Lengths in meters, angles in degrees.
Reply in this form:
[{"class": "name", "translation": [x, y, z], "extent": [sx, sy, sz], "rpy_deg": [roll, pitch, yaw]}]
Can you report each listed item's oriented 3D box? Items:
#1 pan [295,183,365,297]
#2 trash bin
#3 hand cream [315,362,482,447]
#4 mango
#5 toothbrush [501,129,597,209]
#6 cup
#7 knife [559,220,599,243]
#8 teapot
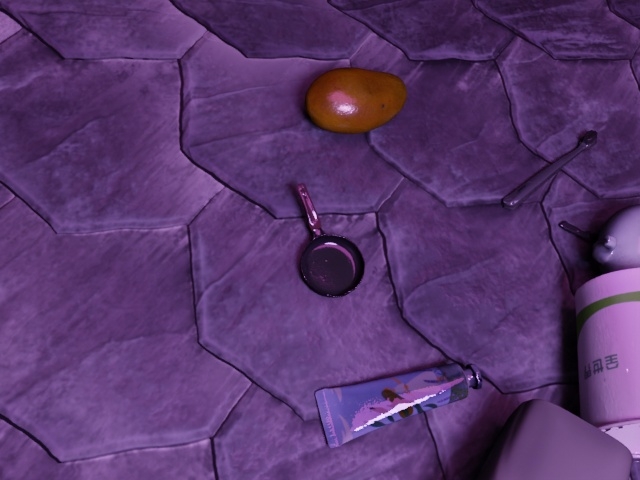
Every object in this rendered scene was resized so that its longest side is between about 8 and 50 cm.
[{"class": "pan", "translation": [-0.001, 0.000, 1.005], "extent": [0.114, 0.040, 0.212], "rpy_deg": [-21, 81, -19]}, {"class": "trash bin", "translation": [0.316, 0.391, 0.823], "extent": [0.219, 0.220, 0.250], "rpy_deg": [30, 57, 16]}, {"class": "hand cream", "translation": [0.132, 0.256, 0.928], "extent": [0.271, 0.058, 0.091], "rpy_deg": [-12, 68, -11]}, {"class": "mango", "translation": [0.076, -0.273, 1.107], "extent": [0.227, 0.099, 0.136], "rpy_deg": [-16, 70, -27]}, {"class": "toothbrush", "translation": [0.477, -0.147, 1.177], "extent": [0.297, 0.031, 0.030], "rpy_deg": [-35, 54, -21]}, {"class": "cup", "translation": [0.537, 0.204, 0.945], "extent": [0.252, 0.253, 0.274], "rpy_deg": [9, 58, -9]}, {"class": "knife", "translation": [0.554, 0.000, 1.145], "extent": [0.170, 0.010, 0.023], "rpy_deg": [26, 71, -3]}, {"class": "teapot", "translation": [0.626, 0.023, 1.080], "extent": [0.294, 0.129, 0.193], "rpy_deg": [4, 74, -12]}]
